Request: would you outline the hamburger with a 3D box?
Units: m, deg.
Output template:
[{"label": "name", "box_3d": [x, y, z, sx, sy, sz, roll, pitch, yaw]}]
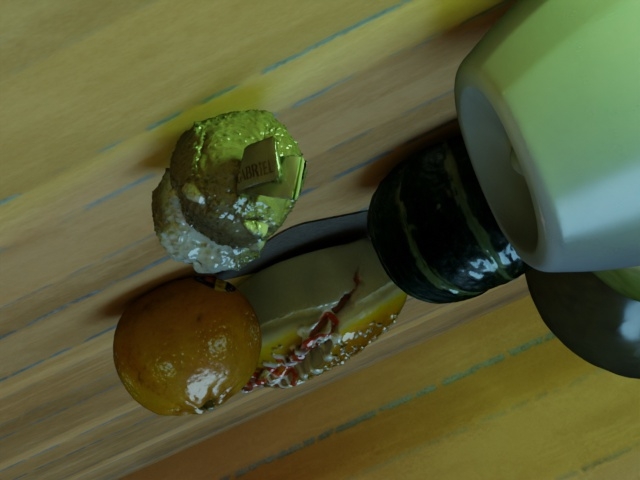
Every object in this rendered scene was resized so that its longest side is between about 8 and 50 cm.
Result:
[{"label": "hamburger", "box_3d": [-0.012, 0.101, 1.929, 0.227, 0.151, 0.295, -20, 170, -27]}]

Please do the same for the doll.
[{"label": "doll", "box_3d": [-0.071, -0.046, 1.176, 0.115, 0.105, 0.221, -60, -177, -20]}]

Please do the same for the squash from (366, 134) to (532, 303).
[{"label": "squash", "box_3d": [0.177, -0.033, 1.614, 0.252, 0.165, 0.252, -25, 175, -2]}]

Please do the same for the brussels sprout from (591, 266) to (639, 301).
[{"label": "brussels sprout", "box_3d": [0.356, -0.066, 1.435, 0.274, 0.316, 0.243, -44, 172, -34]}]

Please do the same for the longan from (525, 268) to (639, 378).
[{"label": "longan", "box_3d": [0.422, 0.006, 1.892, 0.361, 0.361, 0.361, -22, 170, -4]}]

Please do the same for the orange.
[{"label": "orange", "box_3d": [-0.154, 0.122, 1.737, 0.177, 0.155, 0.177, -17, -179, 0]}]

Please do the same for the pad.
[{"label": "pad", "box_3d": [0.000, 0.000, 1.846, 0.266, 0.002, 0.176, -12, 165, -47]}]

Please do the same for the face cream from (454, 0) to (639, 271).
[{"label": "face cream", "box_3d": [0.296, -0.129, 1.166, 0.357, 0.219, 0.312, -26, 144, -6]}]
